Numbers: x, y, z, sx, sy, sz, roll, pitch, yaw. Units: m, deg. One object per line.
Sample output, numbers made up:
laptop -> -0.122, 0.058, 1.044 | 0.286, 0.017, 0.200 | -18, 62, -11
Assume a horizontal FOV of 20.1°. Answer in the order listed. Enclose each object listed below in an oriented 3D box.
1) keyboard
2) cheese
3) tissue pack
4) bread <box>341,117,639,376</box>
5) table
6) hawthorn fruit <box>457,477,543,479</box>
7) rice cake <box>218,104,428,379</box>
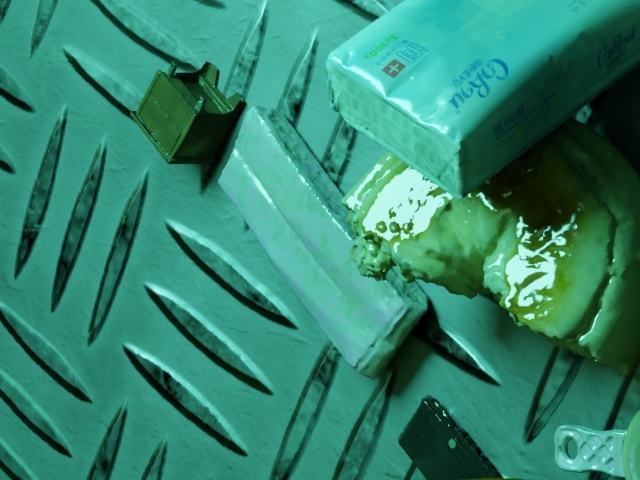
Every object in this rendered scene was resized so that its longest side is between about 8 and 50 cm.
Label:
keyboard -> 0.155, 0.249, 1.707 | 0.231, 0.023, 0.072 | 51, 131, 30
cheese -> 0.294, 0.186, 1.540 | 0.227, 0.064, 0.137 | 1, 92, 45
tissue pack -> 0.153, -0.167, 1.522 | 0.177, 0.263, 0.089 | 38, 156, 37
bread -> 0.175, -0.018, 1.569 | 0.314, 0.171, 0.192 | 20, 87, 37
table -> -0.141, -0.140, 1.932 | 0.083, 0.070, 0.082 | 51, 125, 30
hawthorn fruit -> 0.181, 0.395, 1.382 | 0.471, 0.471, 0.472 | 3, 95, 44
rice cake -> -0.002, 0.000, 1.821 | 0.298, 0.050, 0.106 | 52, 124, 28
